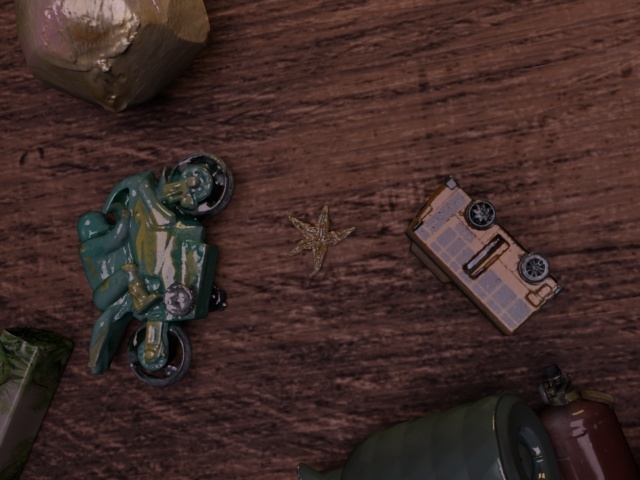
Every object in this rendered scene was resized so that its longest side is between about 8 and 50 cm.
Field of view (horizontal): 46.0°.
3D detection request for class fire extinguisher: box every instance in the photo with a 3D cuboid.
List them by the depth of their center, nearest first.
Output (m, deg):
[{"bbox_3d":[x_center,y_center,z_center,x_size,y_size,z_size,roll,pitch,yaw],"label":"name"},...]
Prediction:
[{"bbox_3d":[0.308,0.259,0.844,0.104,0.105,0.269,-21,84,7],"label":"fire extinguisher"}]

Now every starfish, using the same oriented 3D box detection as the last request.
[{"bbox_3d":[0.000,0.000,0.951,0.086,0.016,0.092,3,82,11],"label":"starfish"}]

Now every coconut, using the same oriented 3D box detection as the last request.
[{"bbox_3d":[-0.249,-0.268,0.904,0.227,0.227,0.231,-17,86,8],"label":"coconut"}]

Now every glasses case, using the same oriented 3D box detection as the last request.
[{"bbox_3d":[-0.411,0.246,0.963,0.062,0.095,0.272,23,90,11],"label":"glasses case"}]

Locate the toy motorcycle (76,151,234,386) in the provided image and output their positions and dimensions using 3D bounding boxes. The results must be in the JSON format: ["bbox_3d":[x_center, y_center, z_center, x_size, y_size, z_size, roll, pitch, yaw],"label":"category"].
[{"bbox_3d":[-0.220,0.029,0.939,0.198,0.109,0.297,7,87,11],"label":"toy motorcycle"}]

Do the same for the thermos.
[{"bbox_3d":[0.118,0.283,0.845,0.286,0.145,0.182,-26,112,31],"label":"thermos"}]

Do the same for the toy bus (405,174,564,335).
[{"bbox_3d":[0.183,0.018,0.884,0.103,0.091,0.182,-44,84,4],"label":"toy bus"}]
